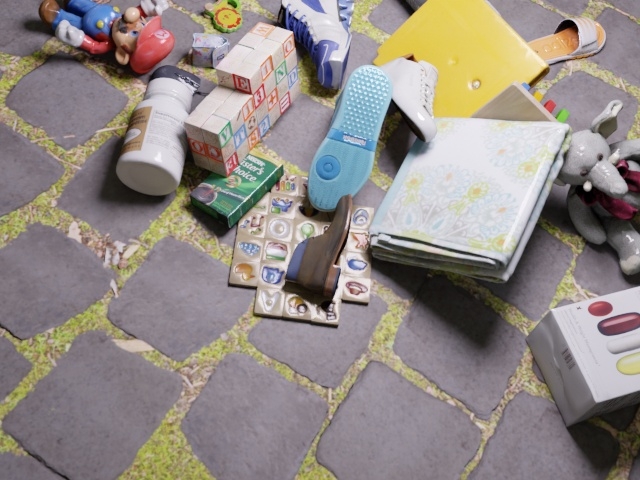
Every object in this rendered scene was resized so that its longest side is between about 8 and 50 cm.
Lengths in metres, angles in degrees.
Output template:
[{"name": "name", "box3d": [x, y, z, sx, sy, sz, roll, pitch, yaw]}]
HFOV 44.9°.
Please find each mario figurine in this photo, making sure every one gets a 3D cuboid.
[{"name": "mario figurine", "box3d": [-0.469, -0.502, 1.735, 0.320, 0.170, 0.198, 24, 94, 14]}]

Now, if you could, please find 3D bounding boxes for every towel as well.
[{"name": "towel", "box3d": [0.300, -0.098, 1.580, 0.320, 0.090, 0.375, 12, 62, 36]}]

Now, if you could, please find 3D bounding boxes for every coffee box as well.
[{"name": "coffee box", "box3d": [-0.175, -0.119, 1.630, 0.113, 0.040, 0.184, 31, 60, 23]}]

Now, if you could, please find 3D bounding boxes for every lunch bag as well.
[{"name": "lunch bag", "box3d": [-0.254, -0.438, 1.792, 0.083, 0.071, 0.053, 1, 62, -9]}]

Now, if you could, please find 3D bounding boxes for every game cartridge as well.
[{"name": "game cartridge", "box3d": [0.313, -0.406, 1.786, 0.285, 0.052, 0.324, -42, 69, 13]}]

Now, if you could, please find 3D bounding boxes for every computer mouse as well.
[{"name": "computer mouse", "box3d": [-0.268, -0.343, 1.754, 0.242, 0.041, 0.071, 18, 59, 1]}]

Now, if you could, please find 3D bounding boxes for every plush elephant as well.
[{"name": "plush elephant", "box3d": [0.598, -0.138, 1.629, 0.255, 0.272, 0.330, 14, 30, -49]}]

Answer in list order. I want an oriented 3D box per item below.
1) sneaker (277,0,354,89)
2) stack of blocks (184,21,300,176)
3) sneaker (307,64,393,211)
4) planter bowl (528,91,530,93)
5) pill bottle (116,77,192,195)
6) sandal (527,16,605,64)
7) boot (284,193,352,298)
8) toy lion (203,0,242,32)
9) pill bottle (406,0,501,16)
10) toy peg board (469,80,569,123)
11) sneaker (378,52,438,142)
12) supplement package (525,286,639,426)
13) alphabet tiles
[{"name": "sneaker", "box3d": [-0.017, -0.492, 1.840, 0.182, 0.127, 0.316, 6, 53, -1]}, {"name": "stack of blocks", "box3d": [-0.162, -0.300, 1.635, 0.087, 0.171, 0.297, 22, 57, 21]}, {"name": "sneaker", "box3d": [0.061, -0.211, 1.685, 0.127, 0.208, 0.319, 24, 91, -4]}, {"name": "planter bowl", "box3d": [0.423, -0.336, 1.826, 0.217, 0.090, 0.217, 4, 59, -6]}, {"name": "pill bottle", "box3d": [-0.339, -0.221, 1.621, 0.131, 0.131, 0.229, 9, 59, -4]}, {"name": "sandal", "box3d": [0.630, -0.513, 1.965, 0.265, 0.076, 0.102, -23, 67, -20]}, {"name": "boot", "box3d": [0.000, 0.000, 1.551, 0.106, 0.082, 0.219, 12, 72, 5]}, {"name": "toy lion", "box3d": [-0.228, -0.554, 1.888, 0.096, 0.034, 0.100, 35, 61, 3]}, {"name": "pill bottle", "box3d": [0.311, -0.606, 1.921, 0.161, 0.161, 0.283, -25, 67, -21]}, {"name": "toy peg board", "box3d": [0.435, -0.263, 1.661, 0.160, 0.161, 0.079, 43, 58, -6]}, {"name": "sneaker", "box3d": [0.211, -0.328, 1.686, 0.123, 0.106, 0.290, -31, 42, 9]}, {"name": "supplement package", "box3d": [0.546, 0.222, 1.491, 0.203, 0.149, 0.194, -13, 63, -14]}, {"name": "alphabet tiles", "box3d": [-0.033, 0.009, 1.606, 0.285, 0.011, 0.343, 8, 59, -4]}]
